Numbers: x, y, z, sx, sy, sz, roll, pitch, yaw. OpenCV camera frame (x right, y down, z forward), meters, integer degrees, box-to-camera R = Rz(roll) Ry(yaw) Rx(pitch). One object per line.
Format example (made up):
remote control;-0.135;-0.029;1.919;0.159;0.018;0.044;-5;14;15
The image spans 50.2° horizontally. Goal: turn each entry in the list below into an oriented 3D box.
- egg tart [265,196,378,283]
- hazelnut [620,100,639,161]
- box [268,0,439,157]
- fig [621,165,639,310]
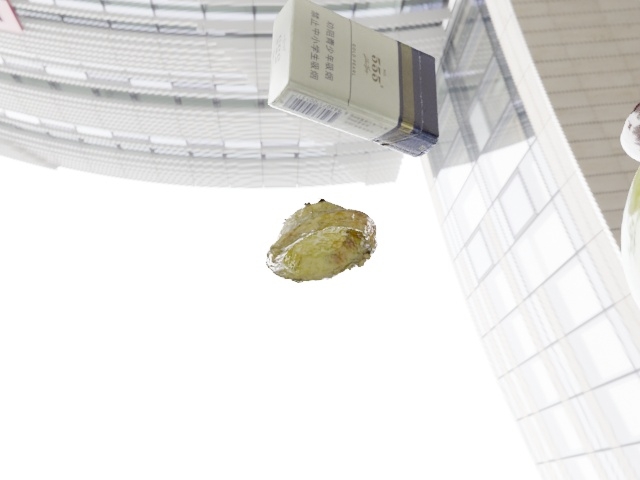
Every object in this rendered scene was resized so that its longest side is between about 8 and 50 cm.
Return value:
egg tart;0.000;-0.001;1.237;0.213;0.212;0.090;-13;-125;-9
hazelnut;0.464;-0.170;0.836;0.202;0.170;0.160;-6;-148;-23
box;0.055;-0.236;1.003;0.259;0.071;0.168;17;-120;-27
fig;0.354;-0.035;0.459;0.258;0.326;0.258;1;-130;-1
